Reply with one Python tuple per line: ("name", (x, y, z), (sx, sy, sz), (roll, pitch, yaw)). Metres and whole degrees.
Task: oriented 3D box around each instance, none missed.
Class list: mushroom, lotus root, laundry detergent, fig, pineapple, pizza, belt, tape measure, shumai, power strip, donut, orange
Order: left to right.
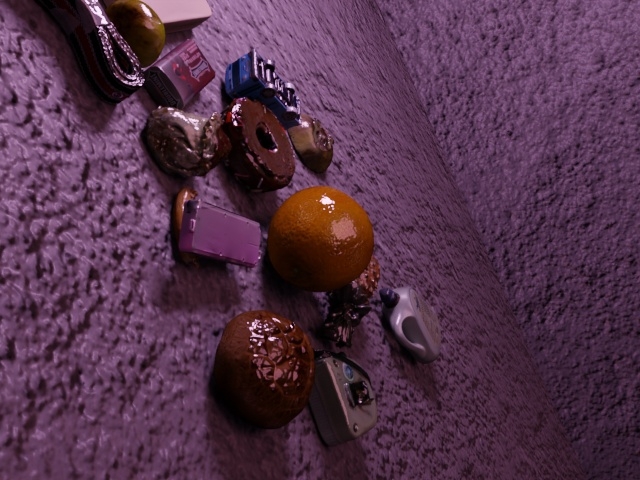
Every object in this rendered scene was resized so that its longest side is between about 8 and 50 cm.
("belt", (-0.487, -0.452, 1.526), (0.359, 0.094, 0.126), (60, 26, -14))
("fig", (-0.408, -0.447, 1.626), (0.121, 0.136, 0.153), (-49, 154, -45))
("shumai", (-0.287, -0.231, 1.660), (0.184, 0.142, 0.184), (47, 31, -39))
("pizza", (-0.243, -0.017, 1.654), (0.199, 0.062, 0.188), (25, 49, -54))
("power strip", (-0.211, -0.010, 1.610), (0.279, 0.037, 0.109), (21, 73, -62))
("donut", (-0.169, -0.243, 1.934), (0.270, 0.103, 0.269), (45, 31, -36))
("mushroom", (-0.115, 0.268, 1.566), (0.253, 0.153, 0.253), (27, 53, -42))
("lotus root", (-0.018, -0.314, 2.302), (0.183, 0.078, 0.203), (-9, 75, -64))
("orange", (0.000, 0.000, 1.865), (0.274, 0.274, 0.274), (42, 35, -39))
("tape measure", (0.054, 0.363, 1.832), (0.207, 0.115, 0.235), (-6, 74, -60))
("pineapple", (0.071, 0.149, 2.019), (0.310, 0.141, 0.170), (-67, 157, -47))
("laundry detergent", (0.270, 0.246, 2.335), (0.280, 0.105, 0.215), (43, 36, -41))

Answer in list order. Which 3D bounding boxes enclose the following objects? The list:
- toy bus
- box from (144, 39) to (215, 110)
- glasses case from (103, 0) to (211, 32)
("toy bus", (-0.159, -0.399, 2.044), (0.234, 0.134, 0.116), (41, 37, -49))
("box", (-0.336, -0.393, 1.787), (0.120, 0.069, 0.224), (57, 26, -18))
("glasses case", (-0.394, -0.582, 1.824), (0.144, 0.076, 0.336), (63, 26, -8))
